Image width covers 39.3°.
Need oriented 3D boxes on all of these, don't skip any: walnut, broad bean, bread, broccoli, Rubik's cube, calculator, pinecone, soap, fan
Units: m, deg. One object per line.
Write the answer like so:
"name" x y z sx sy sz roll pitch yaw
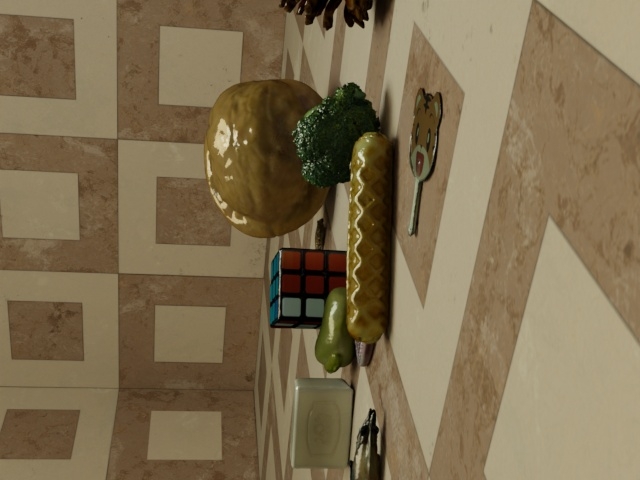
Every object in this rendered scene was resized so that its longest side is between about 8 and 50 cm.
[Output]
"walnut" -0.122 -0.218 2.242 0.383 0.384 0.383 -178 90 -82
"broad bean" 0.032 0.186 1.831 0.124 0.082 0.174 -103 16 -69
"bread" 0.086 -0.005 1.544 0.084 0.077 0.367 177 96 -78
"broccoli" 0.027 -0.190 1.636 0.156 0.195 0.195 49 147 31
"Rubik's cube" -0.025 0.110 1.980 0.162 0.163 0.160 135 136 -73
"calculator" 0.084 0.167 1.681 0.103 0.024 0.165 -96 9 -48
"pinecone" 0.001 -0.527 1.680 0.264 0.264 0.264 -178 90 -82
"soap" 0.002 0.378 1.856 0.064 0.122 0.183 -117 30 -75
"fan" 0.150 -0.115 1.346 0.152 0.008 0.226 -119 33 -73

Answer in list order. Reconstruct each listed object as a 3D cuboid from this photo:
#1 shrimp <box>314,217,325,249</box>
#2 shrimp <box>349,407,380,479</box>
"shrimp" 0.000 0.000 2.303 0.091 0.025 0.127 -97 8 -48
"shrimp" 0.071 0.403 1.615 0.198 0.051 0.261 -124 34 -77
